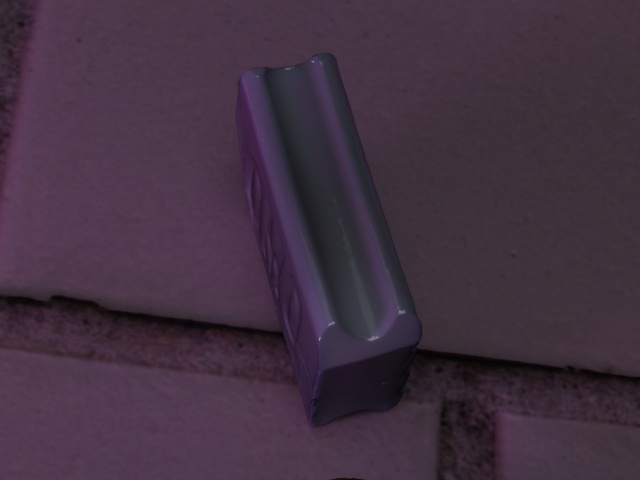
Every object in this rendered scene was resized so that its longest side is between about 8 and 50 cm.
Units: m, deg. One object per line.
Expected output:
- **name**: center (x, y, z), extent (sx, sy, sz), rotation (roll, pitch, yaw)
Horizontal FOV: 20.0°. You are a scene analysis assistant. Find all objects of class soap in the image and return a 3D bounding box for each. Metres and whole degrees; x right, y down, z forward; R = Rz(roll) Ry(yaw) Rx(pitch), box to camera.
- **soap**: center (0.000, 0.000, 1.627), extent (0.095, 0.173, 0.289), rotation (-12, 65, -11)

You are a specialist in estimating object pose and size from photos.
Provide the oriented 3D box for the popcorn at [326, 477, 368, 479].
- **popcorn**: center (-0.026, 0.341, 1.456), extent (0.286, 0.174, 0.225), rotation (-30, 83, -24)
